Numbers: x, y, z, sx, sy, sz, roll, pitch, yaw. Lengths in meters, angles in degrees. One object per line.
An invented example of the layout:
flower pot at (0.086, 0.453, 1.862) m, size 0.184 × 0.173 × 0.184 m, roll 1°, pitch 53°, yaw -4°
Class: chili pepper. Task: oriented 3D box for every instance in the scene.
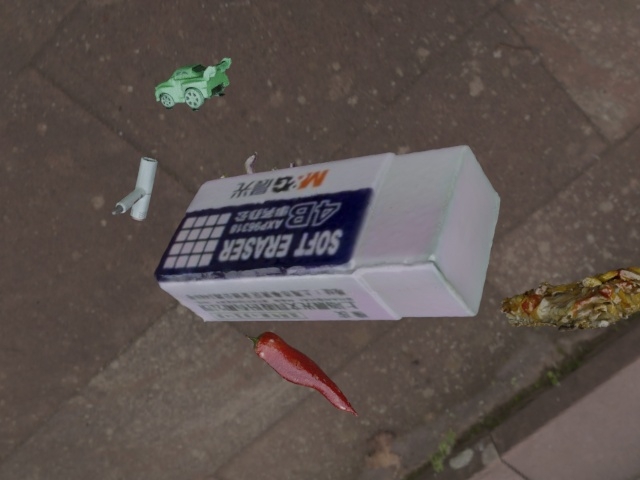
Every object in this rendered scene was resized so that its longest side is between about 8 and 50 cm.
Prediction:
chili pepper at (-0.019, 0.166, 1.005) m, size 0.178 × 0.045 × 0.027 m, roll 40°, pitch 116°, yaw -5°

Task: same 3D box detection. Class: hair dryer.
hair dryer at (-0.449, -0.112, 1.916) m, size 0.044 × 0.183 × 0.155 m, roll 16°, pitch 105°, yaw 7°

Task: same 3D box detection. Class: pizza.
pizza at (0.405, 0.101, 1.322) m, size 0.251 × 0.074 × 0.287 m, roll -15°, pitch 176°, yaw 35°

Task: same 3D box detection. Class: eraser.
eraser at (0.000, 0.000, 0.693) m, size 0.287 × 0.130 × 0.086 m, roll -6°, pitch 141°, yaw 35°

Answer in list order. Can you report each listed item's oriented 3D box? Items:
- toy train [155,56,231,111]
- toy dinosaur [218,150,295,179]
toy train at (-0.237, -0.294, 1.500) m, size 0.149 × 0.099 × 0.081 m, roll 6°, pitch 121°, yaw 27°
toy dinosaur at (-0.095, -0.043, 1.399) m, size 0.200 × 0.072 × 0.251 m, roll 43°, pitch 101°, yaw 5°
